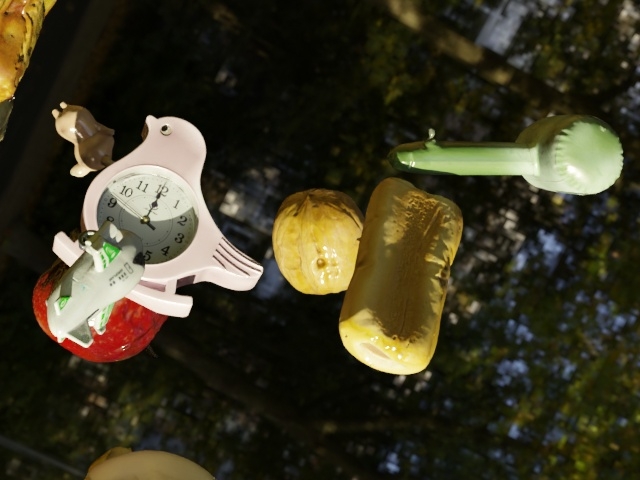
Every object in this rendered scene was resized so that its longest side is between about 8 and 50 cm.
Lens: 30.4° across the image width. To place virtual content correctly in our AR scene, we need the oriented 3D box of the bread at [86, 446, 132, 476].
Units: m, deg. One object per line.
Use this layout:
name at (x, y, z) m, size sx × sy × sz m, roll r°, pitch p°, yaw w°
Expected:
bread at (-0.331, 0.493, 2.200) m, size 0.094 × 0.245 × 0.102 m, roll -41°, pitch -165°, yaw 26°

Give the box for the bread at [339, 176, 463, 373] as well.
bread at (0.107, 0.048, 1.613) m, size 0.091 × 0.142 × 0.305 m, roll 116°, pitch -6°, yaw -50°

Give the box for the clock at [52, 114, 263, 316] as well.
clock at (-0.211, -0.025, 1.773) m, size 0.275 × 0.290 × 0.080 m, roll -61°, pitch -175°, yaw -20°

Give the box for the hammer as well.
hammer at (0.262, -0.129, 1.736) m, size 0.206 × 0.335 × 0.119 m, roll -162°, pitch -108°, yaw -78°

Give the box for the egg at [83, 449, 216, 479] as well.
egg at (-0.273, 0.477, 1.899) m, size 0.283 × 0.283 × 0.345 m, roll -63°, pitch 171°, yaw 3°

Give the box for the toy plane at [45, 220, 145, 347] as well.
toy plane at (-0.272, 0.054, 1.440) m, size 0.174 × 0.080 × 0.174 m, roll -60°, pitch 167°, yaw -23°

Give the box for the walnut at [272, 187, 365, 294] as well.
walnut at (0.000, 0.000, 2.347) m, size 0.195 × 0.195 × 0.222 m, roll -76°, pitch 159°, yaw -55°

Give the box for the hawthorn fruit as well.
hawthorn fruit at (-0.339, 0.102, 1.924) m, size 0.266 × 0.210 × 0.230 m, roll 64°, pitch 29°, yaw -43°

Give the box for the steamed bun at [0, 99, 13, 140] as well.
steamed bun at (-0.673, -0.137, 1.776) m, size 0.247 × 0.428 × 0.189 m, roll 60°, pitch -37°, yaw 41°

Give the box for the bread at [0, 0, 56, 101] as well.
bread at (-0.451, -0.356, 1.651) m, size 0.195 × 0.149 × 0.344 m, roll -11°, pitch -126°, yaw 53°

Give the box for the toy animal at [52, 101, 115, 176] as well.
toy animal at (-0.434, -0.186, 2.151) m, size 0.089 × 0.150 × 0.083 m, roll -37°, pitch -176°, yaw -35°
